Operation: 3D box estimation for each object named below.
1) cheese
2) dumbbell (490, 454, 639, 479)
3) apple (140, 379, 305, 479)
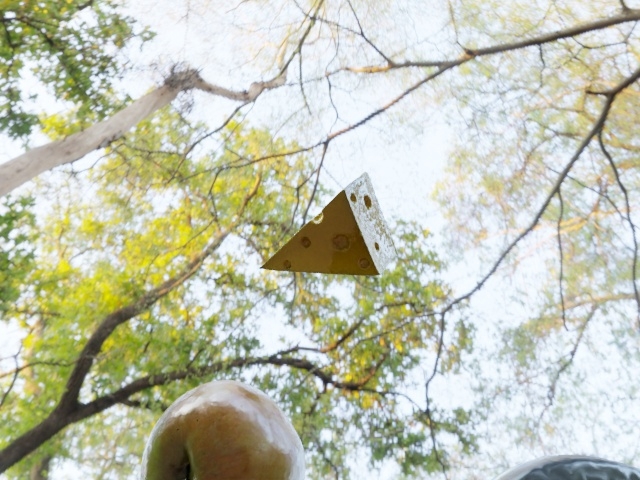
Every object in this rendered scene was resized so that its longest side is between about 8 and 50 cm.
[{"bbox_3d":[0.000,0.000,0.904,0.171,0.093,0.126,-18,-79,29],"label":"cheese"},{"bbox_3d":[0.149,0.128,0.199,0.192,0.192,0.290,21,-46,-7],"label":"dumbbell"},{"bbox_3d":[-0.100,0.243,0.696,0.182,0.182,0.155,-41,-31,20],"label":"apple"}]
